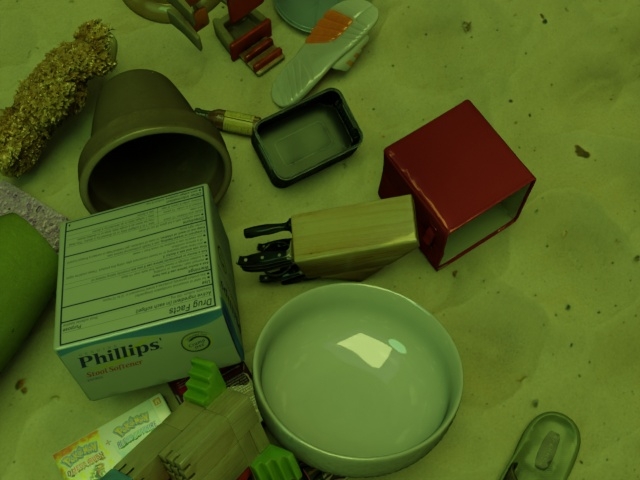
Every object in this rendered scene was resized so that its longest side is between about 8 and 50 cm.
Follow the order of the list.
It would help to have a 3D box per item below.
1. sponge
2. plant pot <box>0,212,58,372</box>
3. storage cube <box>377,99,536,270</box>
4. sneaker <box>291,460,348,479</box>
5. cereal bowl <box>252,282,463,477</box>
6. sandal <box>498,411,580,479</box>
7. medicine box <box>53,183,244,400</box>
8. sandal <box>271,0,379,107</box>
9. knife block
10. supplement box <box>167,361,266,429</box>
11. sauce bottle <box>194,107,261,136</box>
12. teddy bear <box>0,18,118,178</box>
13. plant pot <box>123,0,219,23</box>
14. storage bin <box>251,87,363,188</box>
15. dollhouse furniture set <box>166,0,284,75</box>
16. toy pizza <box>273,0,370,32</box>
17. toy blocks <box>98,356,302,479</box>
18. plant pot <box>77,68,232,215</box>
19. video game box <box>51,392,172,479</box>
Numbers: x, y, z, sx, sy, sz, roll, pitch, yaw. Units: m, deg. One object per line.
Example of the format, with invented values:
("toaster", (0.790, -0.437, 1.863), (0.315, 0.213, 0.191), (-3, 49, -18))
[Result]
("sponge", (-0.523, -0.012, 1.683), (0.210, 0.031, 0.117), (30, 72, 10))
("plant pot", (-0.575, 0.097, 1.525), (0.274, 0.275, 0.293), (40, 68, 13))
("storage cube", (0.235, -0.096, 1.649), (0.215, 0.184, 0.193), (-32, 71, -12))
("sneaker", (-0.005, 0.379, 1.516), (0.178, 0.077, 0.072), (-35, 74, -14))
("cereal bowl", (0.053, 0.239, 1.514), (0.338, 0.141, 0.339), (5, 49, -6))
("sandal", (0.339, 0.412, 1.503), (0.120, 0.086, 0.303), (21, 70, 7))
("medicine box", (-0.280, 0.080, 1.522), (0.263, 0.149, 0.289), (-15, 47, 2))
("sandal", (0.011, -0.357, 1.813), (0.265, 0.076, 0.102), (-46, 60, 5))
("knife block", (0.000, 0.000, 1.583), (0.242, 0.275, 0.088), (7, 66, -30))
("supplement box", (-0.188, 0.232, 1.572), (0.130, 0.073, 0.239), (-29, 71, -11))
("sauce bottle", (-0.177, -0.228, 1.769), (0.128, 0.042, 0.042), (14, 69, 4))
("teddy bear", (-0.496, -0.274, 1.684), (0.338, 0.113, 0.245), (-41, 38, 10))
("plant pot", (-0.302, -0.551, 1.898), (0.236, 0.032, 0.236), (1, 68, -1))
("storage bin", (-0.026, -0.188, 1.718), (0.180, 0.084, 0.122), (-27, 87, -12))
("dollhouse furniture set", (-0.138, -0.440, 1.736), (0.262, 0.259, 0.135), (-38, 71, -14))
("toy pizza", (0.002, -0.499, 1.883), (0.201, 0.032, 0.201), (0, 69, 0))
("toy blocks", (-0.173, 0.403, 1.352), (0.190, 0.382, 0.261), (10, 41, 42))
("plant pot", (-0.310, -0.177, 1.660), (0.263, 0.263, 0.229), (-17, 52, -7))
("video game box", (-0.306, 0.381, 1.527), (0.205, 0.048, 0.187), (-30, 70, -12))
